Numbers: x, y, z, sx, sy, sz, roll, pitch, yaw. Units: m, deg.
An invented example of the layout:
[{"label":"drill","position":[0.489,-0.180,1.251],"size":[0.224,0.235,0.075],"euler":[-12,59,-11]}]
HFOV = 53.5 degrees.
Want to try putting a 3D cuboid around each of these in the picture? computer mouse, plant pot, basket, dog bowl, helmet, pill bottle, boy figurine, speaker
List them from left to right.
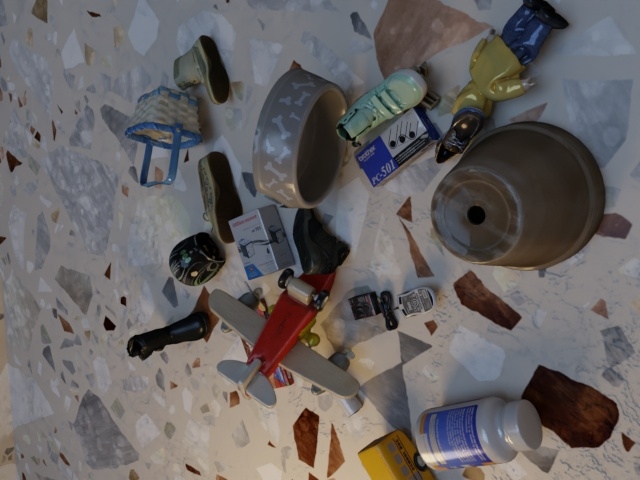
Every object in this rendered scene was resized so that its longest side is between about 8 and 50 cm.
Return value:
[{"label":"basket","position":[-0.479,-0.308,1.938],"size":[0.255,0.201,0.289],"euler":[5,81,54]},{"label":"helmet","position":[-0.404,0.068,2.036],"size":[0.161,0.169,0.169],"euler":[-40,75,20]},{"label":"dog bowl","position":[-0.035,-0.237,1.550],"size":[0.102,0.349,0.349],"euler":[16,112,21]},{"label":"speaker","position":[0.061,0.435,1.812],"size":[0.136,0.055,0.055],"euler":[52,127,16]},{"label":"computer mouse","position":[0.230,0.164,1.621],"size":[0.193,0.042,0.106],"euler":[-23,82,46]},{"label":"pill bottle","position":[0.374,0.455,1.504],"size":[0.272,0.152,0.152],"euler":[-24,86,40]},{"label":"boy figurine","position":[0.383,-0.358,1.325],"size":[0.285,0.092,0.177],"euler":[-58,46,34]},{"label":"plant pot","position":[0.374,-0.071,1.292],"size":[0.323,0.280,0.323],"euler":[12,109,36]}]

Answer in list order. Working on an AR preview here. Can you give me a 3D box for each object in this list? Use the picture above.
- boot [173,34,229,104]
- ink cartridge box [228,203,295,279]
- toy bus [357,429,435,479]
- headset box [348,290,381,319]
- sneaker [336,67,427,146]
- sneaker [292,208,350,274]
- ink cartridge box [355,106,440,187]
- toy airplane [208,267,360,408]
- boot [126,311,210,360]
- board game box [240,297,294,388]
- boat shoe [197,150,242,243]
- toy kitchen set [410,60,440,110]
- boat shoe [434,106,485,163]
[{"label":"boot","position":[-0.363,-0.483,1.910],"size":[0.165,0.077,0.213],"euler":[-22,82,39]},{"label":"ink cartridge box","position":[-0.175,0.006,1.878],"size":[0.139,0.082,0.190],"euler":[-20,89,40]},{"label":"toy bus","position":[0.243,0.674,1.677],"size":[0.108,0.130,0.332],"euler":[-40,76,38]},{"label":"headset box","position":[0.123,0.176,1.713],"size":[0.083,0.032,0.062],"euler":[-18,89,42]},{"label":"sneaker","position":[0.135,-0.296,1.466],"size":[0.094,0.151,0.256],"euler":[46,155,-15]},{"label":"sneaker","position":[0.000,0.000,1.744],"size":[0.087,0.130,0.227],"euler":[-55,39,39]},{"label":"ink cartridge box","position":[0.187,-0.225,1.553],"size":[0.207,0.046,0.097],"euler":[-39,76,38]},{"label":"toy airplane","position":[-0.103,0.279,1.768],"size":[0.384,0.272,0.386],"euler":[-16,76,9]},{"label":"boot","position":[-0.519,0.328,2.152],"size":[0.246,0.207,0.094],"euler":[-23,86,39]},{"label":"board game box","position":[-0.186,0.332,2.004],"size":[0.145,0.027,0.281],"euler":[-22,87,41]},{"label":"boat shoe","position":[-0.313,-0.126,1.951],"size":[0.089,0.104,0.285],"euler":[-15,81,44]},{"label":"toy kitchen set","position":[0.246,-0.362,1.461],"size":[0.075,0.083,0.068],"euler":[40,82,24]},{"label":"boat shoe","position":[0.305,-0.223,1.399],"size":[0.066,0.066,0.183],"euler":[25,156,-1]}]
